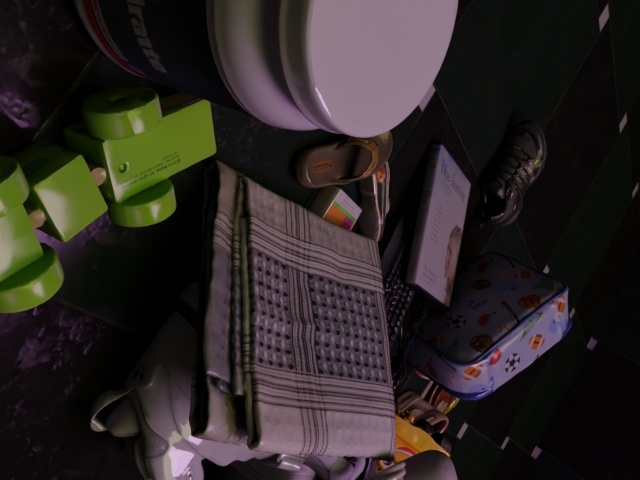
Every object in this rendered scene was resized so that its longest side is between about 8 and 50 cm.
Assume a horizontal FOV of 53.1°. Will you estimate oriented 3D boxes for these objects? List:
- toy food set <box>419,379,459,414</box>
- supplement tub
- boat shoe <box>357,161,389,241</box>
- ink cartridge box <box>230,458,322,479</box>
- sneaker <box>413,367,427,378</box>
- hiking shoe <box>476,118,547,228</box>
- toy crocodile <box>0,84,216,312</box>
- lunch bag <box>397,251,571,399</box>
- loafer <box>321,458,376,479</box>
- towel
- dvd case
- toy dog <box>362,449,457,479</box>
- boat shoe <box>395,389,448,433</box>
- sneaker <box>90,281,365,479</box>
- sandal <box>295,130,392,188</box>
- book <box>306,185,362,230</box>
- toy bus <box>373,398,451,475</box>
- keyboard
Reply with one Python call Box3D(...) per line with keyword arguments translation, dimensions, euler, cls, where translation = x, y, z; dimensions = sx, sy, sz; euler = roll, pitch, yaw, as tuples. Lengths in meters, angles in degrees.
Box3D(translation=(0.298, 0.364, 1.519), dimensions=(0.132, 0.039, 0.192), euler=(-55, 144, -13), cls="toy food set")
Box3D(translation=(-0.051, -0.198, 0.507), dimensions=(0.191, 0.272, 0.191), euler=(-30, 132, -39), cls="supplement tub")
Box3D(translation=(0.084, -0.058, 0.969), dimensions=(0.043, 0.049, 0.137), euler=(-28, 125, -36), cls="boat shoe")
Box3D(translation=(-0.008, 0.278, 1.015), dimensions=(0.237, 0.100, 0.172), euler=(-61, 146, -3), cls="ink cartridge box")
Box3D(translation=(0.281, 0.170, 1.329), dimensions=(0.145, 0.090, 0.270), euler=(13, 103, -57), cls="sneaker")
Box3D(translation=(0.377, -0.126, 1.269), dimensions=(0.114, 0.086, 0.226), euler=(-16, 124, -51), cls="hiking shoe")
Box3D(translation=(-0.222, -0.048, 0.547), dimensions=(0.340, 0.105, 0.115), euler=(-40, 139, -37), cls="toy crocodile")
Box3D(translation=(0.297, 0.144, 1.192), dimensions=(0.303, 0.243, 0.114), euler=(-30, 120, -21), cls="lunch bag")
Box3D(translation=(0.041, 0.388, 0.984), dimensions=(0.084, 0.096, 0.267), euler=(1, 111, -59), cls="loafer")
Box3D(translation=(-0.012, 0.092, 0.751), dimensions=(0.324, 0.056, 0.312), euler=(24, 56, -45), cls="towel")
Box3D(translation=(0.210, -0.020, 1.110), dimensions=(0.180, 0.022, 0.252), euler=(33, 66, -55), cls="dvd case")
Box3D(translation=(0.039, 0.420, 0.846), dimensions=(0.334, 0.160, 0.220), euler=(-34, 159, 19), cls="toy dog")
Box3D(translation=(0.128, 0.432, 1.279), dimensions=(0.341, 0.110, 0.121), euler=(-36, 136, -35), cls="boat shoe")
Box3D(translation=(-0.104, 0.238, 0.791), dimensions=(0.210, 0.137, 0.365), euler=(-46, 120, -17), cls="sneaker")
Box3D(translation=(0.043, -0.112, 0.865), dimensions=(0.180, 0.049, 0.072), euler=(-24, 108, -40), cls="sandal")
Box3D(translation=(0.000, 0.000, 0.911), dimensions=(0.144, 0.035, 0.096), euler=(-60, 147, -4), cls="book")
Box3D(translation=(0.097, 0.380, 1.120), dimensions=(0.211, 0.149, 0.220), euler=(-51, -175, -8), cls="toy bus")
Box3D(translation=(0.128, 0.109, 1.037), dimensions=(0.317, 0.033, 0.201), euler=(-59, 139, -39), cls="keyboard")
